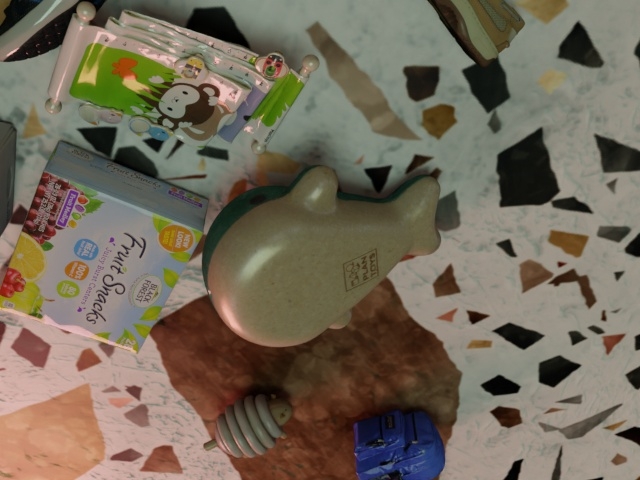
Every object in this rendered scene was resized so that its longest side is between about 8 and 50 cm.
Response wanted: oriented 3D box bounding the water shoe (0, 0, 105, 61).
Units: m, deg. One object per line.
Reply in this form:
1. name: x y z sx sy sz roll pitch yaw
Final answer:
1. water shoe: -0.230 -0.240 0.671 0.203 0.073 0.080 -34 94 23

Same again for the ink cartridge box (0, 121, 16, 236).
1. ink cartridge box: -0.413 -0.069 0.778 0.175 0.072 0.127 11 126 -10

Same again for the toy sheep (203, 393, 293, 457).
1. toy sheep: -0.098 0.255 1.034 0.132 0.091 0.091 -31 125 -3

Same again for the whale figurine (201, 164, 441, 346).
1. whale figurine: 0.000 0.000 0.833 0.272 0.141 0.216 -23 129 -16

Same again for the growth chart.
1. growth chart: -0.139 -0.147 0.736 0.237 0.021 0.172 11 145 -16

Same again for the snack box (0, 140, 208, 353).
1. snack box: -0.245 0.015 0.851 0.175 0.070 0.207 23 124 -18

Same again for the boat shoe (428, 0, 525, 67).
1. boat shoe: 0.121 -0.244 0.679 0.072 0.068 0.190 -40 130 11

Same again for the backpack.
1. backpack: 0.109 0.292 1.062 0.120 0.098 0.101 -17 123 11
